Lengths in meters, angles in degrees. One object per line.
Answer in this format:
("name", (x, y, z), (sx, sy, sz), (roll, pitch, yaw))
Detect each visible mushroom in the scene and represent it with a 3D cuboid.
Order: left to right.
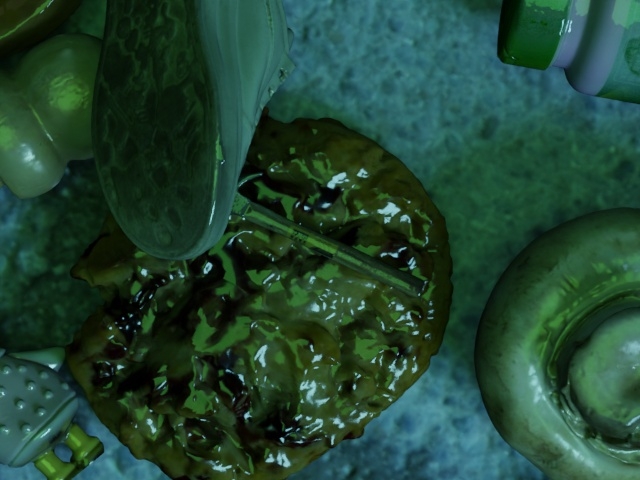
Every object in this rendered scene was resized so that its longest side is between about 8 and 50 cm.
("mushroom", (0.251, 0.091, 0.975), (0.255, 0.184, 0.255), (-1, 82, 8))

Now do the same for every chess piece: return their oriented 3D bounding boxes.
("chess piece", (-0.271, -0.078, 0.991), (0.261, 0.143, 0.143), (-32, 93, -3))

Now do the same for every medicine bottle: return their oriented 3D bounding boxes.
("medicine bottle", (0.283, -0.170, 0.982), (0.274, 0.133, 0.133), (11, 93, -1))

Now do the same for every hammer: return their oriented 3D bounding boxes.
("hammer", (0.000, 0.000, 0.979), (0.182, 0.017, 0.062), (24, 88, -7))

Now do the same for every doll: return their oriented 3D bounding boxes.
("doll", (-0.269, 0.120, 1.020), (0.207, 0.081, 0.129), (45, 56, 1))

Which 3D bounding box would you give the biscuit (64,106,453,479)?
("biscuit", (-0.053, 0.049, 1.021), (0.334, 0.081, 0.289), (-44, 93, 0))

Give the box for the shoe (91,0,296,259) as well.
("shoe", (-0.083, -0.136, 0.973), (0.124, 0.159, 0.316), (-4, 82, 30))

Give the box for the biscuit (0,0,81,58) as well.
("biscuit", (-0.360, -0.320, 1.006), (0.365, 0.062, 0.385), (-17, 91, 3))
